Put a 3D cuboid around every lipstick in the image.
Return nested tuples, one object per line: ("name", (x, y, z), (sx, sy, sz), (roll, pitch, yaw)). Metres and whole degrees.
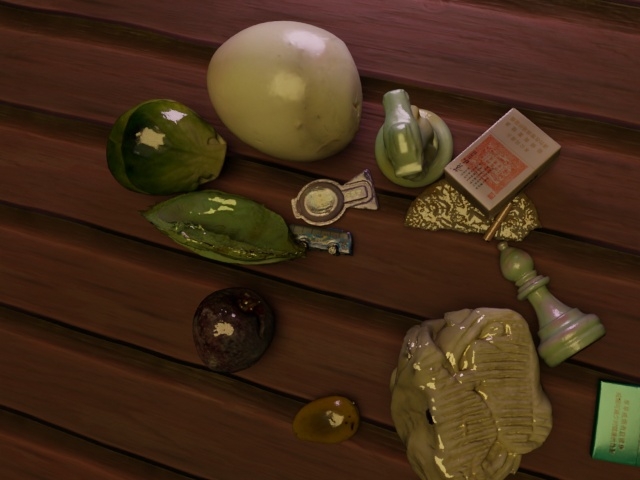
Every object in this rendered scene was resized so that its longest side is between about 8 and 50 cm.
("lipstick", (0.370, -0.039, 1.432), (0.019, 0.019, 0.094), (34, 94, 12))

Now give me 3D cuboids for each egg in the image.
("egg", (-0.079, -0.316, 1.449), (0.344, 0.283, 0.283), (15, 91, 15))

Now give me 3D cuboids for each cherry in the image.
("cherry", (-0.193, 0.201, 1.510), (0.194, 0.195, 0.195), (0, 88, 13))

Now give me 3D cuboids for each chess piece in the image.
("chess piece", (0.175, -0.200, 1.381), (0.175, 0.298, 0.176), (0, 91, 13))
("chess piece", (0.448, 0.112, 1.407), (0.139, 0.139, 0.272), (-34, 70, 10))

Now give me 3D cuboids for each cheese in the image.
("cheese", (0.029, -0.093, 1.540), (0.190, 0.042, 0.105), (-15, 83, 4))

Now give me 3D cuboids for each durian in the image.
("durian", (-0.202, -0.031, 1.507), (0.394, 0.198, 0.163), (19, 85, 22))

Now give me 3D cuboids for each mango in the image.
("mango", (0.008, 0.399, 1.514), (0.160, 0.076, 0.103), (-18, 90, 20))

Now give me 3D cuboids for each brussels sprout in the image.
("brussels sprout", (-0.345, -0.207, 1.556), (0.271, 0.210, 0.220), (9, 95, -2))

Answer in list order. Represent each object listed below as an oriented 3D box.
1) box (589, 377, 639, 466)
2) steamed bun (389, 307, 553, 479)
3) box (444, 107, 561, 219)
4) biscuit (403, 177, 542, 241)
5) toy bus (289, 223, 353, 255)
("box", (0.668, 0.375, 1.376), (0.226, 0.042, 0.161), (6, 91, 13))
("steamed bun", (0.264, 0.320, 1.376), (0.346, 0.237, 0.394), (35, 65, -10))
("box", (0.375, -0.159, 1.422), (0.201, 0.058, 0.141), (-40, 66, -2))
("biscuit", (0.328, -0.078, 1.472), (0.289, 0.038, 0.142), (7, 90, 11))
("toy bus", (0.000, 0.000, 1.540), (0.152, 0.051, 0.061), (8, 84, 13))
